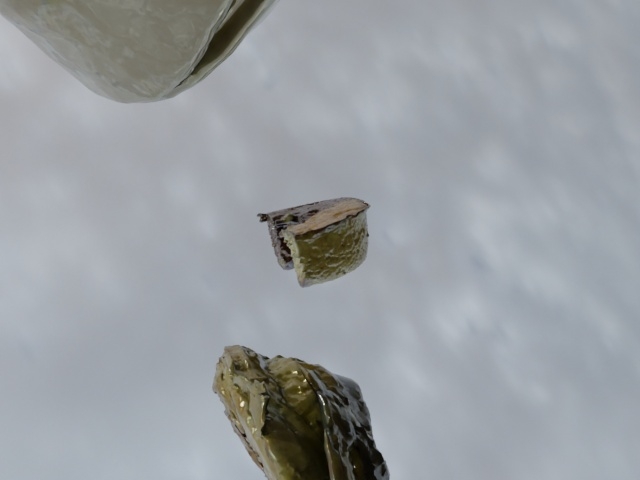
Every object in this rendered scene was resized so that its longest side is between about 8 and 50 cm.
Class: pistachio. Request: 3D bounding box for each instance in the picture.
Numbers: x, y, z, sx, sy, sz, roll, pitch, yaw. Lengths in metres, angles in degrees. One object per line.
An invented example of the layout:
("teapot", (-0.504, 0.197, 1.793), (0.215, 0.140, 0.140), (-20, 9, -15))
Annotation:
("pistachio", (-0.095, -0.213, 0.350), (0.207, 0.331, 0.226), (-6, -96, -50))

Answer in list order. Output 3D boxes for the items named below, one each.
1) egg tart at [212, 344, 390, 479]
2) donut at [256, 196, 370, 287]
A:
("egg tart", (0.000, 0.210, 0.544), (0.132, 0.297, 0.297), (-24, -104, -13))
("donut", (0.000, -0.001, 0.771), (0.141, 0.217, 0.085), (-14, -78, -8))
